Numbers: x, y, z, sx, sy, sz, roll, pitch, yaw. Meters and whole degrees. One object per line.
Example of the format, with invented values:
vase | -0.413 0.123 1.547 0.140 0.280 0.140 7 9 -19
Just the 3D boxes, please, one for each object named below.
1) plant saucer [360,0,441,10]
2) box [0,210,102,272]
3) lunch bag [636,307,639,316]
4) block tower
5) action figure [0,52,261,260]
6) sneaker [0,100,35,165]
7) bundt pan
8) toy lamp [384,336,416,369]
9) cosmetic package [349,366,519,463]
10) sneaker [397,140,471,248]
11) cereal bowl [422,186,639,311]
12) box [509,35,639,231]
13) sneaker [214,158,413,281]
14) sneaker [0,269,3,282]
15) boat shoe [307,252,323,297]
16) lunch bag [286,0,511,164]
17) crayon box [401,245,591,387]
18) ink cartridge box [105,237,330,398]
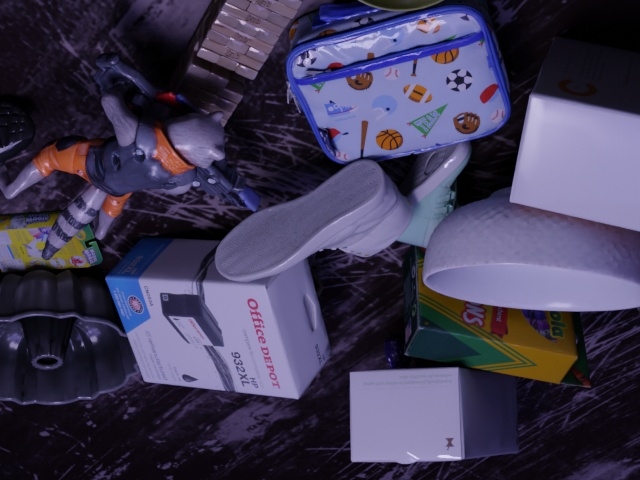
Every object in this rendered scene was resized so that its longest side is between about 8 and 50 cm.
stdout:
plant saucer | 0.112 -0.406 1.527 0.241 0.037 0.241 -9 126 -13
box | -0.458 0.001 2.029 0.179 0.043 0.105 -2 136 9
lunch bag | 0.639 0.061 1.826 0.305 0.256 0.212 -13 143 -11
block tower | -0.138 -0.256 1.704 0.097 0.091 0.335 21 133 -20
action figure | -0.242 -0.081 1.708 0.330 0.178 0.341 -25 131 35
sneaker | -0.536 -0.127 1.877 0.283 0.107 0.124 -15 148 23
bundt pan | -0.473 0.159 2.107 0.331 0.124 0.331 -6 148 -4
toy lamp | 0.251 0.169 2.142 0.275 0.080 0.080 -18 133 24
cosmetic package | 0.203 0.300 2.084 0.197 0.155 0.365 -4 170 21
sneaker | 0.209 -0.068 1.878 0.151 0.094 0.256 21 144 -10
cereal bowl | 0.320 0.008 1.774 0.339 0.141 0.339 5 167 1
box | 0.451 -0.130 1.632 0.345 0.215 0.168 14 123 12
sneaker | 0.000 0.000 1.826 0.292 0.108 0.169 -27 151 16
sneaker | -0.587 0.083 2.124 0.044 0.040 0.109 28 131 -21
boat shoe | -0.043 0.080 2.048 0.092 0.103 0.285 6 131 4
lunch bag | 0.102 -0.235 1.701 0.303 0.115 0.243 -13 132 14
crayon box | 0.297 0.116 1.994 0.319 0.202 0.081 11 136 -10
ink cartridge box | -0.164 0.123 1.979 0.307 0.129 0.223 2 123 28
